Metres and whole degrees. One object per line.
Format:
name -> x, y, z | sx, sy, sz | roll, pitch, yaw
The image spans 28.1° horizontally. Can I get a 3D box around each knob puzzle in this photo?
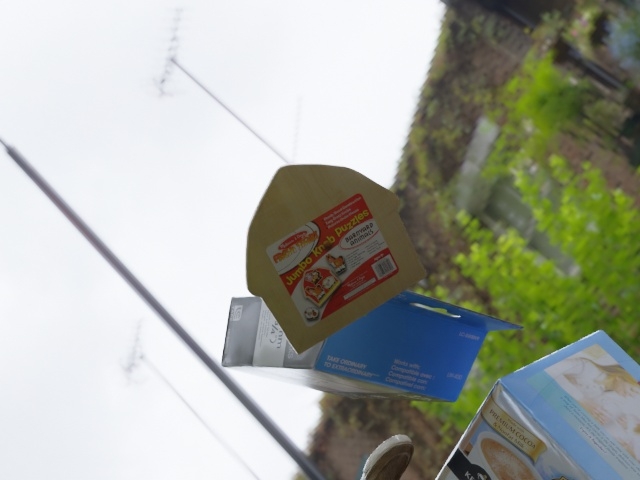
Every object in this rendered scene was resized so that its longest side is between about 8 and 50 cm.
knob puzzle -> 0.000, 0.000, 1.381 | 0.213, 0.030, 0.213 | -4, -75, -17

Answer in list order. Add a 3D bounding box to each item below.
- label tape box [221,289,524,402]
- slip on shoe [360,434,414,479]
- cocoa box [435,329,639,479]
label tape box -> 0.059, 0.140, 1.665 | 0.241, 0.334, 0.106 | 17, -104, -33
slip on shoe -> 0.062, 0.266, 1.350 | 0.051, 0.041, 0.135 | 18, -66, -42
cocoa box -> 0.361, 0.328, 1.603 | 0.231, 0.347, 0.228 | -19, -35, -40
